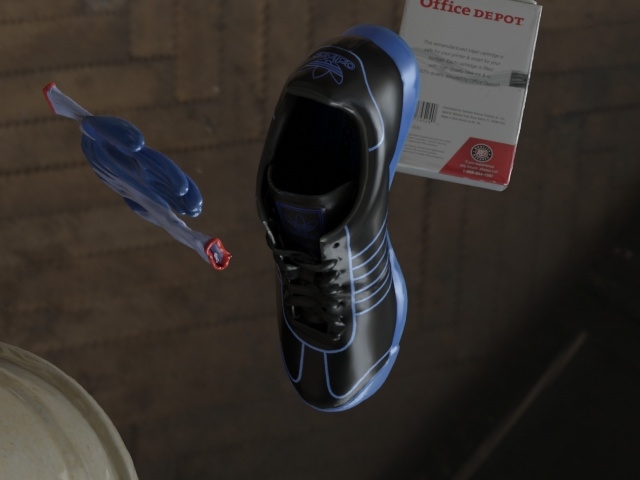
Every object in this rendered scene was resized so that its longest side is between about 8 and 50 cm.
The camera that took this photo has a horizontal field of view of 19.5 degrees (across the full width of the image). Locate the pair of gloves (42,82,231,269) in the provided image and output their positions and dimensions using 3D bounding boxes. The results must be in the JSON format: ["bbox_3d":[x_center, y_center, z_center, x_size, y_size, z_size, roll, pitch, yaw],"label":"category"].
[{"bbox_3d":[-0.139,-0.052,1.428,0.023,0.159,0.198,-49,160,-13],"label":"pair of gloves"}]

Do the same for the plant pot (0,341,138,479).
[{"bbox_3d":[-0.326,0.212,1.284,0.334,0.334,0.305,-53,163,0],"label":"plant pot"}]

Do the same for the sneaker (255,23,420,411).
[{"bbox_3d":[0.000,0.000,1.013,0.090,0.081,0.232,-37,136,-55],"label":"sneaker"}]

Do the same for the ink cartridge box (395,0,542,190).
[{"bbox_3d":[0.100,-0.112,1.355,0.099,0.056,0.135,11,87,3],"label":"ink cartridge box"}]
